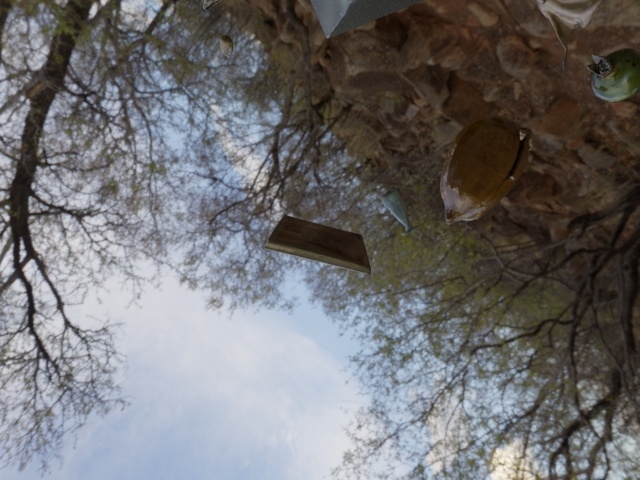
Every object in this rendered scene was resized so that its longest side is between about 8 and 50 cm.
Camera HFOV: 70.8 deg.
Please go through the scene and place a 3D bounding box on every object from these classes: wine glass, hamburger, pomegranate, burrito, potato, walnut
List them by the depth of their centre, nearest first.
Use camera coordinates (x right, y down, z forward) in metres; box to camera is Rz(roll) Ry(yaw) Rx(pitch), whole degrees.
[{"bbox_3d":[0.739,-0.415,1.141,0.159,0.130,0.130,-6,-132,-8],"label":"pomegranate"},{"bbox_3d":[0.424,-0.183,1.216,0.208,0.337,0.209,33,171,6],"label":"walnut"},{"bbox_3d":[-0.322,-0.779,1.414,0.041,0.149,0.055,47,172,25],"label":"burrito"},{"bbox_3d":[-0.308,-0.639,1.477,0.051,0.083,0.040,41,-109,-3],"label":"potato"},{"bbox_3d":[0.669,-0.334,1.490,0.076,0.044,0.084,45,149,54],"label":"hamburger"},{"bbox_3d":[0.276,-0.099,1.579,0.155,0.073,0.073,63,-153,-2],"label":"wine glass"}]

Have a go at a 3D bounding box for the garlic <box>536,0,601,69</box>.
[{"bbox_3d":[0.433,-0.482,0.719,0.151,0.339,0.196,-2,-130,-29],"label":"garlic"}]

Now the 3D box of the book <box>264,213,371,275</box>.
[{"bbox_3d":[0.000,-0.001,0.803,0.170,0.018,0.242,14,-167,-2],"label":"book"}]

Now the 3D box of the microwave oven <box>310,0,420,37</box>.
[{"bbox_3d":[0.196,-0.823,1.286,0.237,0.431,0.374,65,169,-7],"label":"microwave oven"}]
